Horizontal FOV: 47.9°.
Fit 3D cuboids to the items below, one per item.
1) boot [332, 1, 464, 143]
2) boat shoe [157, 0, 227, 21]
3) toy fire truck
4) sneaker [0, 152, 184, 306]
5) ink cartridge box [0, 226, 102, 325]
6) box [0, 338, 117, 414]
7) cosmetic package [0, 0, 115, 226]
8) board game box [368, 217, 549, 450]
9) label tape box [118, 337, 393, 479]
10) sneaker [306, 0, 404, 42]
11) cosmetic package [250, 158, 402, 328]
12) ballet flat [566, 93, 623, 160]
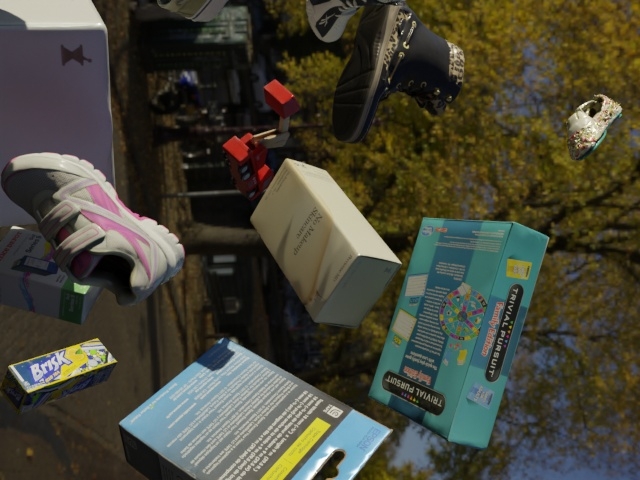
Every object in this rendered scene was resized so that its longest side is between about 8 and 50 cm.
[{"bbox_3d":[0.193,-0.372,1.726,0.138,0.284,0.378,0,-107,53],"label":"boot"},{"bbox_3d":[-0.159,-0.469,1.148,0.302,0.094,0.109,-47,-114,36],"label":"boat shoe"},{"bbox_3d":[-0.092,-0.156,1.164,0.047,0.135,0.192,43,-15,19],"label":"toy fire truck"},{"bbox_3d":[-0.294,-0.012,0.906,0.103,0.252,0.111,-47,-166,32],"label":"sneaker"},{"bbox_3d":[-0.565,0.070,1.484,0.154,0.212,0.093,-80,-174,-56],"label":"ink cartridge box"},{"bbox_3d":[-0.414,0.213,1.143,0.169,0.059,0.054,-14,141,-55],"label":"box"},{"bbox_3d":[-0.544,-0.251,1.234,0.394,0.327,0.330,-129,-141,-54],"label":"cosmetic package"},{"bbox_3d":[0.216,0.135,1.179,0.253,0.079,0.336,8,-100,66],"label":"board game box"},{"bbox_3d":[-0.097,0.313,1.087,0.240,0.333,0.106,-38,142,-42],"label":"label tape box"},{"bbox_3d":[0.066,-0.397,1.180,0.153,0.094,0.235,47,-40,22],"label":"sneaker"},{"bbox_3d":[0.000,0.000,1.351,0.160,0.113,0.309,-58,-138,21],"label":"cosmetic package"},{"bbox_3d":[0.534,-0.230,1.441,0.241,0.077,0.091,-38,174,-48],"label":"ballet flat"}]
